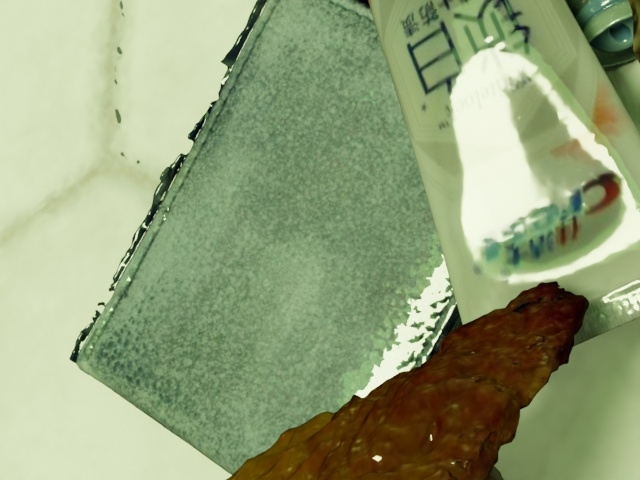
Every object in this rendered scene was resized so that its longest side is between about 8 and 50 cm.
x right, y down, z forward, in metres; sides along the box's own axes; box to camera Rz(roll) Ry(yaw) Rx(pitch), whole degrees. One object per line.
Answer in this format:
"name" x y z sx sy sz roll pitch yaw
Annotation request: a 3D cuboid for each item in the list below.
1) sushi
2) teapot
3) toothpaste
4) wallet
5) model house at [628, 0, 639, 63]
"sushi" 0.014 0.168 0.544 0.167 0.179 0.296 0 105 4
"teapot" 0.106 -0.114 0.619 0.064 0.049 0.083 -20 69 2
"toothpaste" 0.054 -0.107 0.607 0.100 0.066 0.323 -27 68 19
"wallet" 0.001 0.000 0.656 0.167 0.036 0.222 29 93 27
"model house" 0.273 0.046 0.360 0.297 0.317 0.282 -25 56 46
